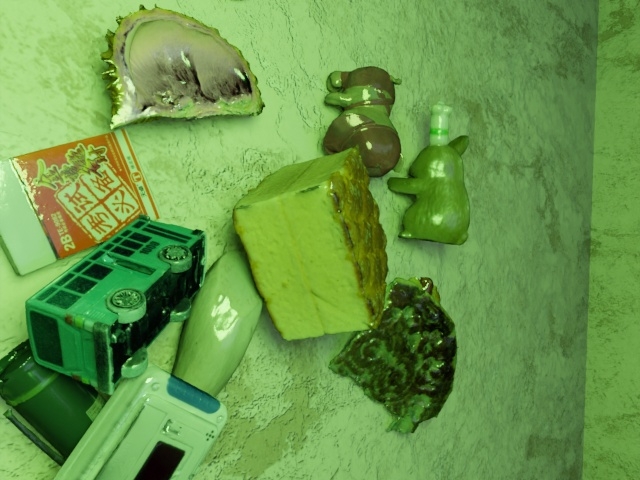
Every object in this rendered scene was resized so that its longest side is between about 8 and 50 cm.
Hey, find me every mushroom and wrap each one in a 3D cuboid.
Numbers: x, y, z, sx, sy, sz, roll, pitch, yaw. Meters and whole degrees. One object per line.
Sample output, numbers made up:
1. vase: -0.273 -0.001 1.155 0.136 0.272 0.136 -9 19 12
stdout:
1. mushroom: -0.193 0.179 0.861 0.128 0.128 0.350 38 68 -36

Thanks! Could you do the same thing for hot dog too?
1. hot dog: 0.252 0.198 1.292 0.146 0.103 0.213 19 80 -44

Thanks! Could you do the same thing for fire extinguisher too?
1. fire extinguisher: -0.350 0.274 0.726 0.118 0.093 0.294 -94 158 -64

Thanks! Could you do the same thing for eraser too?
1. eraser: -0.372 -0.065 0.748 0.230 0.038 0.157 -31 110 -40

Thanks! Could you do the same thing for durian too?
1. durian: -0.240 -0.282 0.839 0.341 0.112 0.191 -25 97 -50

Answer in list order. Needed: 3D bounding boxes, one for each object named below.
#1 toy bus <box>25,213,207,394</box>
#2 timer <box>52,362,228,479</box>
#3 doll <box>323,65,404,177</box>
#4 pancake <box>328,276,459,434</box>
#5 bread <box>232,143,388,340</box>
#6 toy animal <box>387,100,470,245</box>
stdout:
1. toy bus: -0.274 0.073 0.710 0.256 0.147 0.128 -61 166 -57
2. timer: -0.254 0.318 0.699 0.178 0.078 0.253 44 68 -37
3. doll: 0.097 -0.264 1.126 0.196 0.152 0.255 3 69 -12
4. pancake: 0.209 0.292 1.221 0.305 0.067 0.426 -40 118 -4
5. bread: 0.000 0.000 0.933 0.279 0.207 0.279 -66 140 -62
6. toy animal: 0.296 -0.160 1.306 0.181 0.181 0.362 11 74 -50
